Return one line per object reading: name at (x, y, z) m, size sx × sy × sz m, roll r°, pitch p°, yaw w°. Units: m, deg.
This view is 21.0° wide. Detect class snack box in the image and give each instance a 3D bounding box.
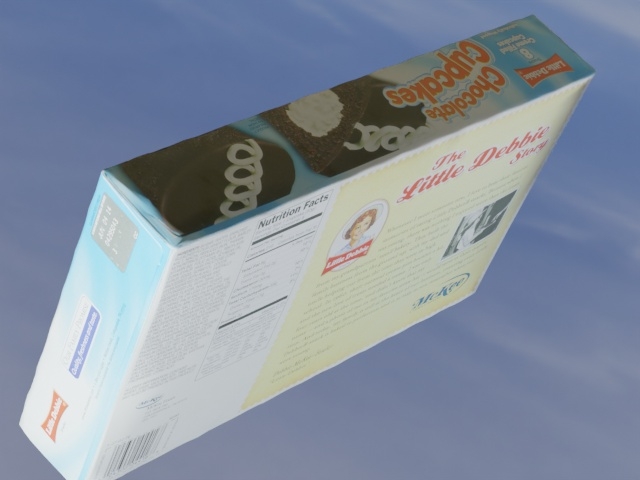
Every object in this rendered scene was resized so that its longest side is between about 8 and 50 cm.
snack box at (0.000, 0.000, 0.924) m, size 0.322 × 0.187 × 0.060 m, roll -24°, pitch -120°, yaw -41°
